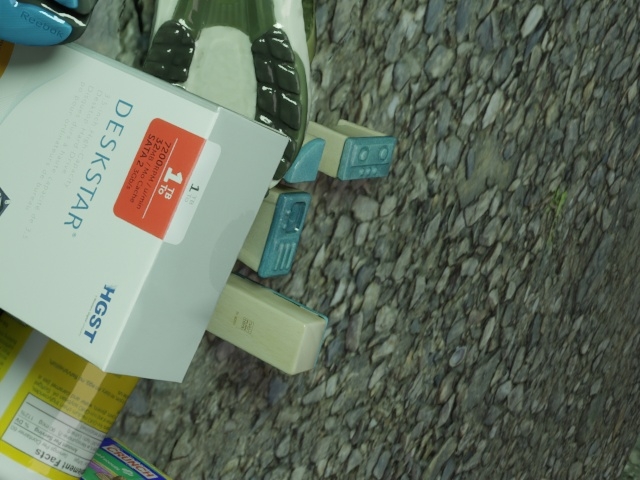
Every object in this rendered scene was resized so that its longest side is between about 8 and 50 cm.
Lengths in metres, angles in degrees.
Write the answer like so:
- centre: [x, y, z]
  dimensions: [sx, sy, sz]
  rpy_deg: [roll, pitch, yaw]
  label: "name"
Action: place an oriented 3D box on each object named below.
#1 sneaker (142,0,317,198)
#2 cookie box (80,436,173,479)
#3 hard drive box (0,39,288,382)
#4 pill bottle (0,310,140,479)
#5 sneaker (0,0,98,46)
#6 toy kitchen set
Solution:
- centre: [-0.056, -0.244, 1.076]
  dimensions: [0.182, 0.158, 0.410]
  rpy_deg: [-71, 173, -71]
  label: "sneaker"
- centre: [-0.190, 0.212, 1.196]
  dimensions: [0.107, 0.092, 0.040]
  rpy_deg: [10, 106, -59]
  label: "cookie box"
- centre: [-0.163, -0.036, 0.920]
  dimensions: [0.089, 0.232, 0.181]
  rpy_deg: [20, 94, -59]
  label: "hard drive box"
- centre: [-0.220, 0.126, 1.061]
  dimensions: [0.208, 0.119, 0.119]
  rpy_deg: [-59, 149, -8]
  label: "pill bottle"
- centre: [-0.198, -0.284, 0.779]
  dimensions: [0.140, 0.125, 0.341]
  rpy_deg: [-74, 160, -47]
  label: "sneaker"
- centre: [0.000, 0.000, 1.302]
  dimensions: [0.166, 0.122, 0.207]
  rpy_deg: [-8, 119, -55]
  label: "toy kitchen set"
